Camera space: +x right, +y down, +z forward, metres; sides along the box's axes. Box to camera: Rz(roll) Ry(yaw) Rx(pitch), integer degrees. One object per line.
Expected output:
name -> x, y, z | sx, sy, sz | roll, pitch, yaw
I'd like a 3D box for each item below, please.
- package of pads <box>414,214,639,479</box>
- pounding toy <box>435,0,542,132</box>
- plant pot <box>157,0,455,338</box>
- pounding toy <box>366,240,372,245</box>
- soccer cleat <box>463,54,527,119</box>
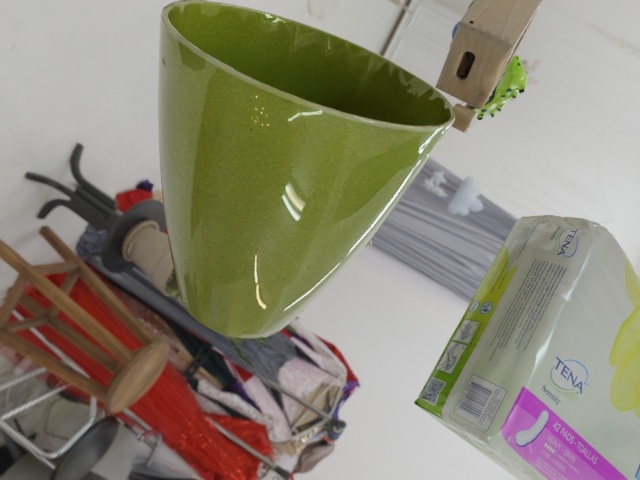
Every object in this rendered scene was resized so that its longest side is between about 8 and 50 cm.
package of pads -> 0.259, 0.139, 0.537 | 0.101, 0.296, 0.229 | 10, -116, 57
pounding toy -> 0.222, -0.255, 0.803 | 0.206, 0.094, 0.181 | -55, 169, -26
plant pot -> -0.052, -0.050, 0.556 | 0.275, 0.275, 0.293 | -38, 155, -56
pounding toy -> 0.000, 0.000, 0.901 | 0.130, 0.141, 0.100 | -59, -177, 25
soccer cleat -> 0.321, -0.279, 0.990 | 0.179, 0.060, 0.072 | 148, -58, -72
